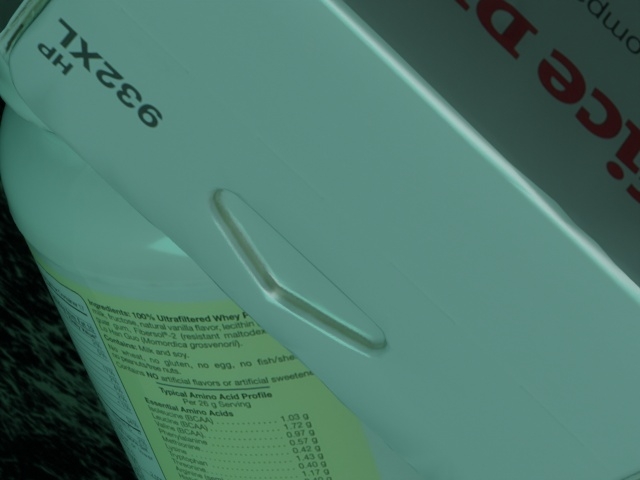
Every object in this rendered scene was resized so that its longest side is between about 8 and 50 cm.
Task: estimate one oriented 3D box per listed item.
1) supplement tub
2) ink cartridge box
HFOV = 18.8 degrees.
[{"bbox_3d":[0.000,0.000,0.849,0.235,0.235,0.325,9,134,34],"label":"supplement tub"},{"bbox_3d":[0.085,-0.097,0.614,0.223,0.307,0.129,43,144,-6],"label":"ink cartridge box"}]
